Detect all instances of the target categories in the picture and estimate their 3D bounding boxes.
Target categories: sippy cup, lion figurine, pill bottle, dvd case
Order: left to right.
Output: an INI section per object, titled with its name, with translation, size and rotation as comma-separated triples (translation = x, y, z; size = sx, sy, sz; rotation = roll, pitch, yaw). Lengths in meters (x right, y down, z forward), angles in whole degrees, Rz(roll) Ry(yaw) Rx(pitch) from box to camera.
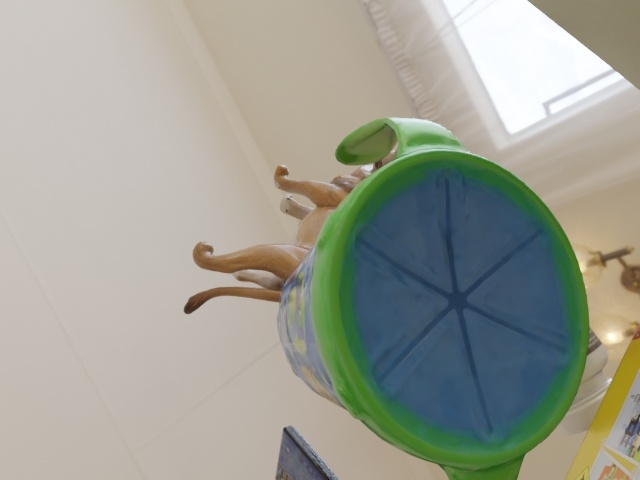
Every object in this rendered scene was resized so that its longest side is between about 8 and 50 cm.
[dvd case]
translation = -0.022, 0.447, 0.826
size = 0.022, 0.180, 0.253
rotation = -4, -67, -36
[lion figurine]
translation = 0.000, 0.000, 0.787
size = 0.392, 0.240, 0.142
rotation = -56, -24, -36
[sippy cup]
translation = 0.068, 0.066, 0.480
size = 0.240, 0.224, 0.306
rotation = 33, -113, -12
[pill bottle]
translation = 0.428, 0.196, 1.017
size = 0.176, 0.176, 0.319
rotation = -10, -118, -48

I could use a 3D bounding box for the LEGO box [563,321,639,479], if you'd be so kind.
[LEGO box]
translation = 0.475, 0.348, 0.657
size = 0.193, 0.500, 0.372
rotation = 26, 179, 9

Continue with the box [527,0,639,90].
[box]
translation = 0.308, -0.199, 0.410
size = 0.148, 0.121, 0.311
rotation = -43, -101, -12
